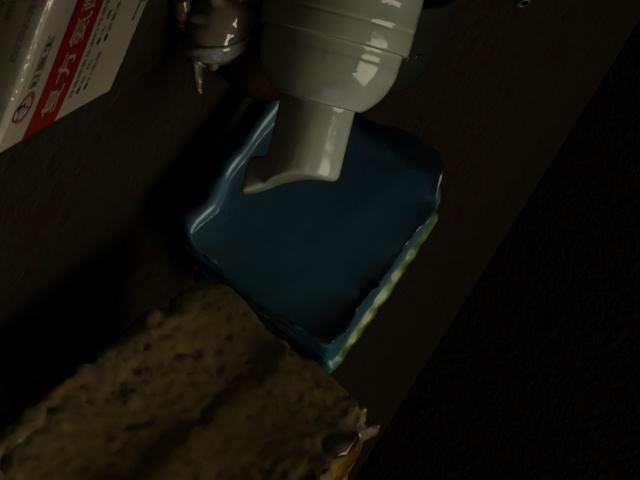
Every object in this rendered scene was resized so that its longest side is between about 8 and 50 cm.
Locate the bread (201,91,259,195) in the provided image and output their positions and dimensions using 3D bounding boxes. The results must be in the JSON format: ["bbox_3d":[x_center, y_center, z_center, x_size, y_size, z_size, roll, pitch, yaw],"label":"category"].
[{"bbox_3d":[-0.061,-0.126,1.677,0.228,0.033,0.228,-51,164,-21],"label":"bread"}]

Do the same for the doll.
[{"bbox_3d":[-0.103,-0.198,1.380,0.084,0.073,0.127,13,108,-37],"label":"doll"}]

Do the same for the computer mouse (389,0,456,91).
[{"bbox_3d":[0.112,-0.247,1.901,0.232,0.057,0.120,-24,144,-62],"label":"computer mouse"}]

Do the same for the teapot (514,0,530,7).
[{"bbox_3d":[0.302,-0.411,1.931,0.268,0.175,0.185,-53,166,-12],"label":"teapot"}]

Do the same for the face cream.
[{"bbox_3d":[0.020,-0.210,1.375,0.145,0.145,0.370,-3,108,-70],"label":"face cream"}]

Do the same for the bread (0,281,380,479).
[{"bbox_3d":[-0.178,0.271,1.536,0.371,0.279,0.390,-43,172,-34],"label":"bread"}]

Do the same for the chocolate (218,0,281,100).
[{"bbox_3d":[-0.042,-0.199,1.508,0.124,0.127,0.133,-8,152,-28],"label":"chocolate"}]

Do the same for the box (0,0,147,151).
[{"bbox_3d":[-0.149,-0.243,1.053,0.353,0.069,0.214,-65,174,23],"label":"box"}]

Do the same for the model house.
[{"bbox_3d":[0.000,0.000,1.671,0.237,0.215,0.303,-54,167,-12],"label":"model house"}]

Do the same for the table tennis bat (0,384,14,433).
[{"bbox_3d":[-0.355,0.118,1.278,0.224,0.054,0.368,-54,160,-2],"label":"table tennis bat"}]
